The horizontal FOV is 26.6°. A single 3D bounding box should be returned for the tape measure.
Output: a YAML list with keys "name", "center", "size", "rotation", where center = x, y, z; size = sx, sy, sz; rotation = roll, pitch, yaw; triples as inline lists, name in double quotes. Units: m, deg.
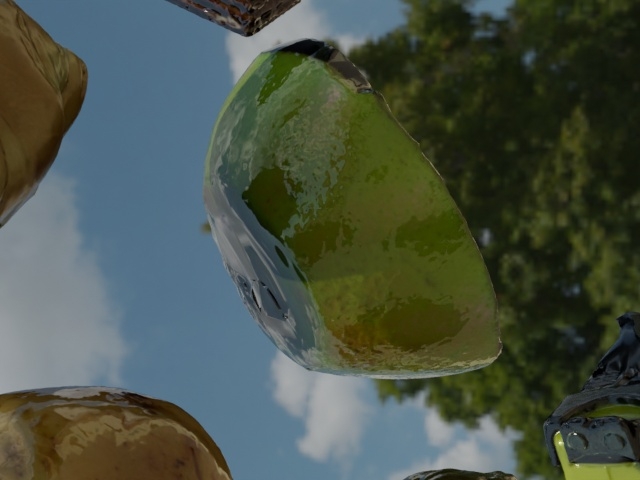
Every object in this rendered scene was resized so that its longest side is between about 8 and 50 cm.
- name: "tape measure"
  center: [0.248, 0.169, 1.007]
  size: [0.199, 0.112, 0.186]
  rotation: [-38, -67, -49]

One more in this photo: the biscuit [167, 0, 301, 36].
- name: "biscuit"
  center: [-0.196, -0.329, 1.406]
  size: [0.107, 0.388, 0.073]
  rotation: [-43, -26, -43]

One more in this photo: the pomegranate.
- name: "pomegranate"
  center: [-0.150, 0.195, 0.802]
  size: [0.215, 0.215, 0.215]
  rotation: [4, -90, -66]

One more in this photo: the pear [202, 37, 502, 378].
- name: "pear"
  center: [0.000, 0.004, 1.366]
  size: [0.165, 0.399, 0.398]
  rotation: [-34, -47, -16]

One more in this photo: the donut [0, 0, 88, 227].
- name: "donut"
  center: [-0.348, -0.042, 1.153]
  size: [0.170, 0.360, 0.360]
  rotation: [41, -133, -15]

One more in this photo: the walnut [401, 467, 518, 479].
- name: "walnut"
  center: [0.133, 0.350, 1.259]
  size: [0.283, 0.227, 0.282]
  rotation: [21, -90, -89]
